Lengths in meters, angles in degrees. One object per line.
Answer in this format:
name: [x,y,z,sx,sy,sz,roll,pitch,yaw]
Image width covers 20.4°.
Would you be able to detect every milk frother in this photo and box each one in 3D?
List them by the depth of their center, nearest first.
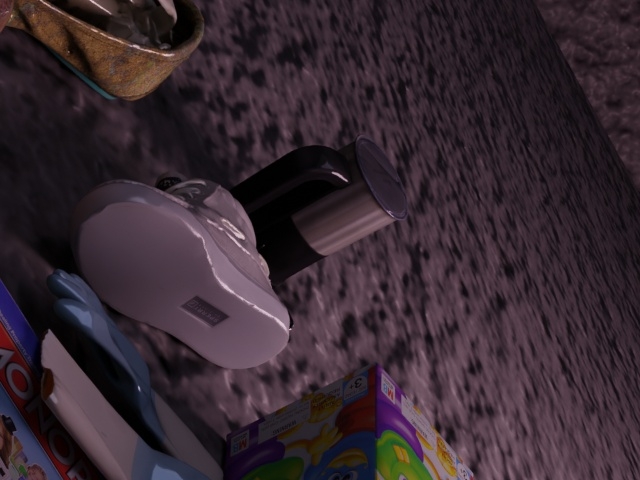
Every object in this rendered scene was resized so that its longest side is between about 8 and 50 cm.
milk frother: [0.000,0.000,1.514,0.129,0.135,0.143,7,58,-64]

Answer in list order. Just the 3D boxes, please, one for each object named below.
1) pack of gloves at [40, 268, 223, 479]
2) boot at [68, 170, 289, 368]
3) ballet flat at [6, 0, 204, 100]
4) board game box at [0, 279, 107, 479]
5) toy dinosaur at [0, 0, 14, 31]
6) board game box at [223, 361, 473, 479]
pack of gloves: [-0.101,0.123,1.172,0.232,0.046,0.195,56,9,-28]
boot: [-0.115,-0.003,1.339,0.258,0.095,0.123,48,18,-53]
ballet flat: [-0.207,-0.210,1.324,0.348,0.123,0.123,31,36,-53]
board game box: [-0.181,0.161,1.022,0.317,0.046,0.213,59,22,-8]
toy dinosaur: [-0.228,-0.180,1.113,0.127,0.200,0.295,35,36,-51]
board game box: [0.021,0.245,1.247,0.144,0.142,0.275,49,24,-29]
